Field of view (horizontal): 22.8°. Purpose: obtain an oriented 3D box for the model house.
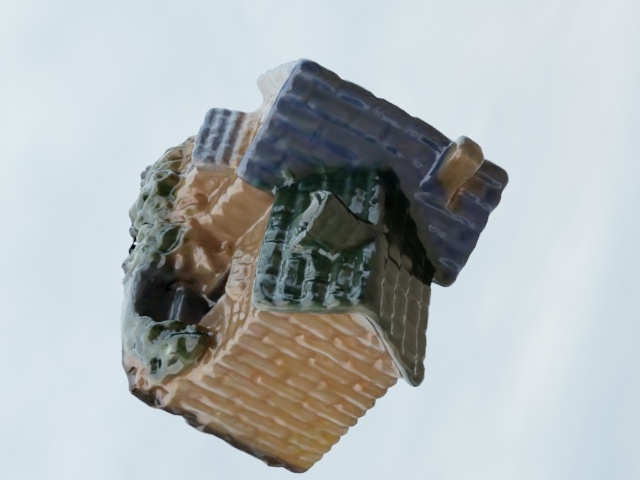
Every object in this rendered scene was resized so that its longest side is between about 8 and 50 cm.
[{"bbox_3d":[0.000,0.000,0.855,0.172,0.166,0.183,-44,24,39],"label":"model house"}]
